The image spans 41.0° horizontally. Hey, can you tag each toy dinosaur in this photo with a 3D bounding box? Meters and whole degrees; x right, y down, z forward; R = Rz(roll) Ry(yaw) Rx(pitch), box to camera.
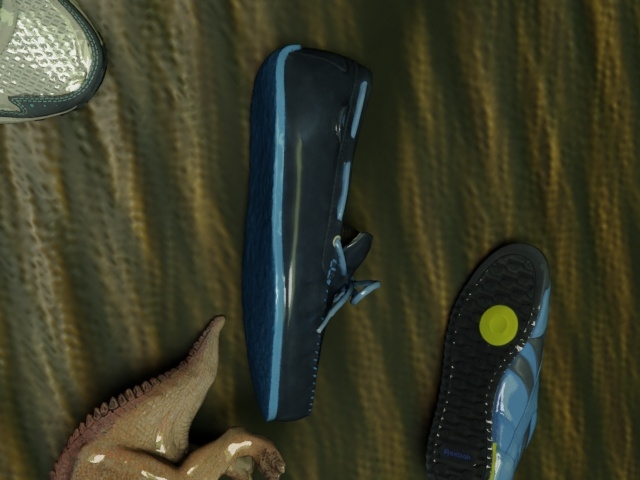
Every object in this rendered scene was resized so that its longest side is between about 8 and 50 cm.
[{"bbox_3d":[-0.145,0.190,0.575,0.200,0.127,0.296,14,91,-12],"label":"toy dinosaur"}]

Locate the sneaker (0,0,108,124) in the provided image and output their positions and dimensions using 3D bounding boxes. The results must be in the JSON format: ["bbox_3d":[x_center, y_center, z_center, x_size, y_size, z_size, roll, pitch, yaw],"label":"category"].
[{"bbox_3d":[-0.257,-0.139,0.470,0.283,0.122,0.110,21,95,-19],"label":"sneaker"}]

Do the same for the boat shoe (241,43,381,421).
[{"bbox_3d":[0.000,0.000,0.585,0.089,0.109,0.258,1,103,-20],"label":"boat shoe"}]

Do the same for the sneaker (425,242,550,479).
[{"bbox_3d":[0.142,0.107,0.678,0.082,0.069,0.209,17,87,-52],"label":"sneaker"}]
